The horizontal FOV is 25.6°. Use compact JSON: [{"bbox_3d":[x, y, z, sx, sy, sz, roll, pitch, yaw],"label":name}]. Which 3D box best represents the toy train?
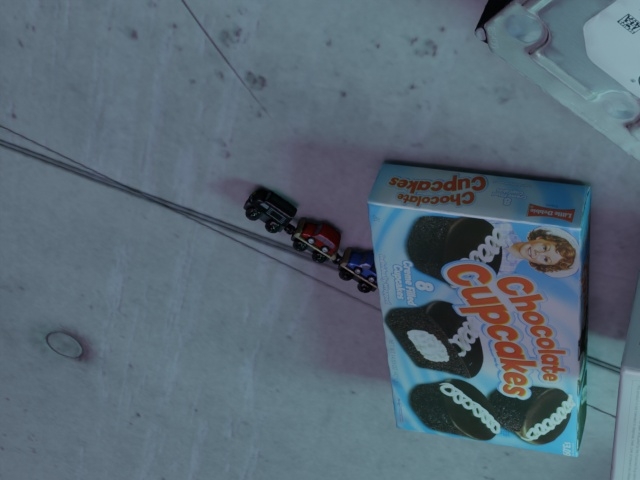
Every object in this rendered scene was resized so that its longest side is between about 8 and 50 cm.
[{"bbox_3d":[0.000,0.000,1.326,0.158,0.027,0.036,33,127,-12],"label":"toy train"}]

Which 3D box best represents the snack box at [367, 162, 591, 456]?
[{"bbox_3d":[0.153,0.071,1.307,0.187,0.060,0.322,7,137,17],"label":"snack box"}]

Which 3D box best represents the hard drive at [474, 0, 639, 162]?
[{"bbox_3d":[0.288,-0.161,0.947,0.237,0.064,0.339,35,150,-14],"label":"hard drive"}]

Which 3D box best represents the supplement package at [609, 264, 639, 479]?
[{"bbox_3d":[0.401,0.121,1.163,0.293,0.175,0.177,9,136,15],"label":"supplement package"}]
